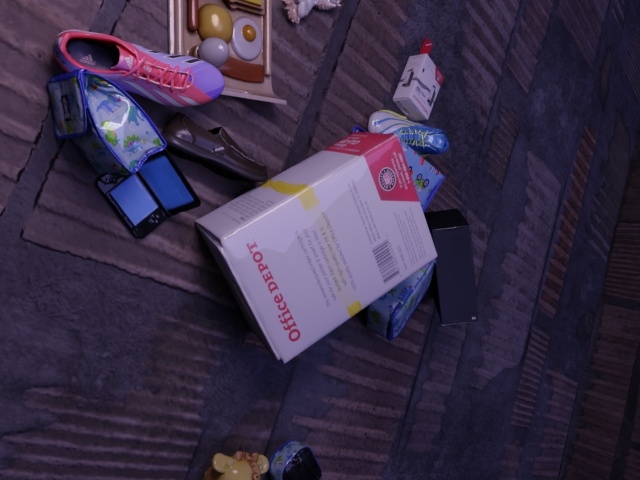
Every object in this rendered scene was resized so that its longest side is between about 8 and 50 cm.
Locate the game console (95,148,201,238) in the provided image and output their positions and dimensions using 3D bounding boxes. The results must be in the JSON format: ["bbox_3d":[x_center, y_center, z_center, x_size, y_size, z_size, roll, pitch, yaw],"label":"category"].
[{"bbox_3d":[-0.278,-0.076,0.858,0.107,0.071,0.122,-47,124,-30],"label":"game console"}]

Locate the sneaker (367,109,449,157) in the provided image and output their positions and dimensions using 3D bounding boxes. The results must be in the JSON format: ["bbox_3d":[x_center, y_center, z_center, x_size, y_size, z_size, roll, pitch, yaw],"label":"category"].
[{"bbox_3d":[0.227,-0.262,1.285,0.240,0.126,0.091,7,91,-45],"label":"sneaker"}]

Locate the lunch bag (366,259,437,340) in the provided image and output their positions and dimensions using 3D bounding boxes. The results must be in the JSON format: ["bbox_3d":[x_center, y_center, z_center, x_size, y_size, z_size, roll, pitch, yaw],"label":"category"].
[{"bbox_3d":[0.199,0.130,1.302,0.219,0.090,0.176,-51,159,-26],"label":"lunch bag"}]

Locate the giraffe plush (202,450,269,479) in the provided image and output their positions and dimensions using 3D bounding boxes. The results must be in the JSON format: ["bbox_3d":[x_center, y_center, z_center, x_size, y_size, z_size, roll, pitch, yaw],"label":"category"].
[{"bbox_3d":[-0.171,0.485,0.983,0.181,0.210,0.170,66,20,-66],"label":"giraffe plush"}]

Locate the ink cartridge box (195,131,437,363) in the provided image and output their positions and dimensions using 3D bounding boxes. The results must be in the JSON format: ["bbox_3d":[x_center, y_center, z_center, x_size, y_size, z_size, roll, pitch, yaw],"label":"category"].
[{"bbox_3d":[0.000,0.000,1.012,0.385,0.160,0.279,-32,117,-19],"label":"ink cartridge box"}]

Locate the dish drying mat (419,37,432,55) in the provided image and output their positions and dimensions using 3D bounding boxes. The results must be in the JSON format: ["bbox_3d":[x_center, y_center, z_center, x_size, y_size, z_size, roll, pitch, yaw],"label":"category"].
[{"bbox_3d":[0.272,-0.488,1.383,0.032,0.008,0.083,34,72,-42],"label":"dish drying mat"}]

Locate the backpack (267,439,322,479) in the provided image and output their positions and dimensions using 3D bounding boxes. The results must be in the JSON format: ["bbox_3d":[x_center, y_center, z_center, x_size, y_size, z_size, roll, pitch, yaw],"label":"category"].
[{"bbox_3d":[-0.063,0.487,1.130,0.105,0.084,0.114,-38,125,-35],"label":"backpack"}]

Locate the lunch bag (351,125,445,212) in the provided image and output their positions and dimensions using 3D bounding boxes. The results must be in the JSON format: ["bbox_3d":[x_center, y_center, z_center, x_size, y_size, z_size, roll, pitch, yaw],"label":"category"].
[{"bbox_3d":[0.125,-0.079,1.233,0.221,0.138,0.293,26,90,-43],"label":"lunch bag"}]

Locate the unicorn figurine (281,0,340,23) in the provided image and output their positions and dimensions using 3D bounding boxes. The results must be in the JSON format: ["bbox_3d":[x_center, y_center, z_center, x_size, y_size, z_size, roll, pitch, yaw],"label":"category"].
[{"bbox_3d":[-0.020,-0.499,1.070,0.162,0.060,0.111,-44,131,-14],"label":"unicorn figurine"}]

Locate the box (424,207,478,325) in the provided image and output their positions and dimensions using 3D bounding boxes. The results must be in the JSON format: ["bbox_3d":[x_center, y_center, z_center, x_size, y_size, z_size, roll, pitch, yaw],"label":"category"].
[{"bbox_3d":[0.345,0.065,1.401,0.184,0.103,0.261,-82,163,-74],"label":"box"}]

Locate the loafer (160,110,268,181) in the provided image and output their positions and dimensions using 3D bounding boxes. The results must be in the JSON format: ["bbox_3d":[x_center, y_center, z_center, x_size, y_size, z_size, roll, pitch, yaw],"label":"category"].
[{"bbox_3d":[-0.176,-0.163,0.938,0.220,0.080,0.078,21,81,-44],"label":"loafer"}]

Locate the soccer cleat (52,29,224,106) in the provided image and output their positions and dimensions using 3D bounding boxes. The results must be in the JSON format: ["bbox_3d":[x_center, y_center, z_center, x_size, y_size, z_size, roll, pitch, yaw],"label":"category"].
[{"bbox_3d":[-0.262,-0.254,0.787,0.248,0.095,0.083,8,97,-24],"label":"soccer cleat"}]

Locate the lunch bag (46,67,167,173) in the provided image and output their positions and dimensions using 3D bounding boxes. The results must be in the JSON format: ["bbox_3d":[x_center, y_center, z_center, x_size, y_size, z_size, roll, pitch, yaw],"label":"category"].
[{"bbox_3d":[-0.320,-0.173,0.764,0.096,0.129,0.151,-49,127,-29],"label":"lunch bag"}]

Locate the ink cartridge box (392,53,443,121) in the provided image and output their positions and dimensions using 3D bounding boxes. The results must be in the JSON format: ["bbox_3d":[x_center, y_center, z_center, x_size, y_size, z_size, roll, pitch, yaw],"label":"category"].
[{"bbox_3d":[0.249,-0.386,1.340,0.099,0.056,0.135,35,71,-42],"label":"ink cartridge box"}]

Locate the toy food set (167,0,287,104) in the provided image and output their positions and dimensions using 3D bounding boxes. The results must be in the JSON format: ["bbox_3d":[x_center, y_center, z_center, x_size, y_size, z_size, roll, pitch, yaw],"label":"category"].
[{"bbox_3d":[-0.147,-0.405,0.926,0.220,0.092,0.306,-5,99,-44],"label":"toy food set"}]
